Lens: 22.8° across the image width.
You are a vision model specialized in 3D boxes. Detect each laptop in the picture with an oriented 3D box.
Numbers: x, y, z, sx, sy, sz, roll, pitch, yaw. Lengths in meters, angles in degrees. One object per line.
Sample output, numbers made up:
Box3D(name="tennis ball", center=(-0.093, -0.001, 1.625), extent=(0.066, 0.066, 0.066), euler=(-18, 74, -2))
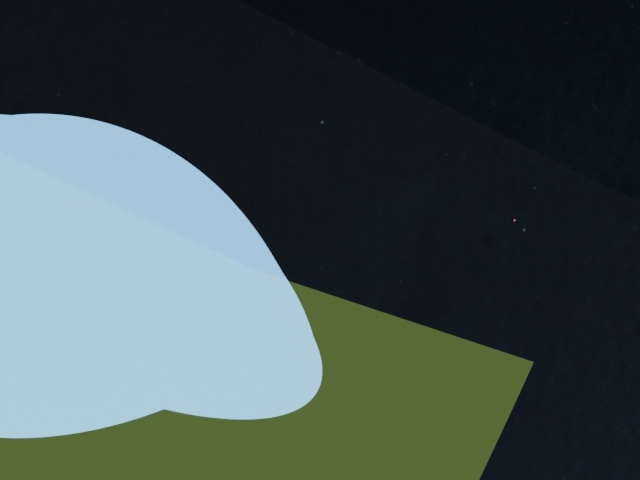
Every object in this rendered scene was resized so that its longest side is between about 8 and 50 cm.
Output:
Box3D(name="laptop", center=(0.000, 0.000, 0.524), extent=(0.382, 0.236, 0.408), euler=(3, 158, -9))
